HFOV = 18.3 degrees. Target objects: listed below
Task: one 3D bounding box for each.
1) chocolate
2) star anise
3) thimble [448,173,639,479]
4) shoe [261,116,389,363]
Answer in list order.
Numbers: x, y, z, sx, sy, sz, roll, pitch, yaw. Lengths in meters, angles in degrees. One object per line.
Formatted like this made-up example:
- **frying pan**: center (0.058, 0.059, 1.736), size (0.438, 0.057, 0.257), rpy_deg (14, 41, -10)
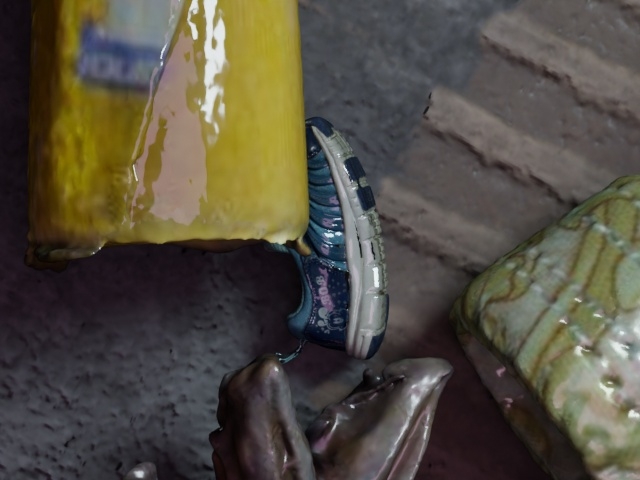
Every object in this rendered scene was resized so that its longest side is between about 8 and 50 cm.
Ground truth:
- **chocolate**: center (-0.095, -0.206, 1.071), size (0.162, 0.162, 0.446), rpy_deg (-2, 91, -7)
- **star anise**: center (-0.033, 0.157, 1.128), size (0.198, 0.110, 0.258), rpy_deg (22, 109, -33)
- **thimble**: center (0.179, 0.068, 1.123), size (0.143, 0.137, 0.190), rpy_deg (-34, 69, -9)
- **shoe**: center (0.000, 0.000, 1.146), size (0.071, 0.064, 0.143), rpy_deg (-6, 94, 6)
